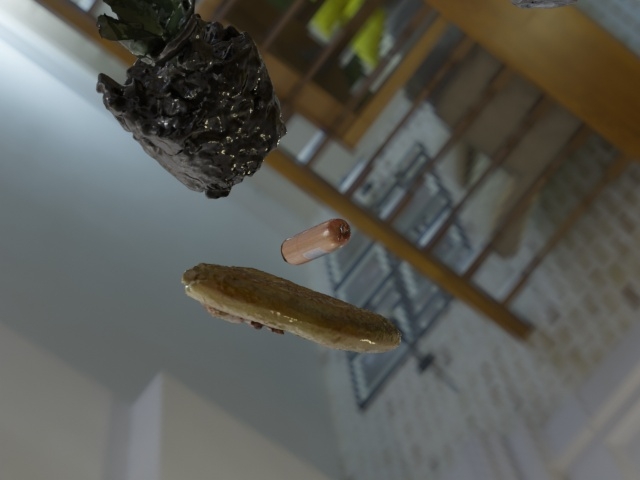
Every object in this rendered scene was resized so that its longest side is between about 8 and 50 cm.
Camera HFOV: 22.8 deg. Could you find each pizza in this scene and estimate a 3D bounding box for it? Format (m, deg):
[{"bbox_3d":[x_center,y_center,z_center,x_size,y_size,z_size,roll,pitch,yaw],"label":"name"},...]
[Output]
[{"bbox_3d":[-0.045,0.077,1.814,0.292,0.058,0.197,17,-176,-32],"label":"pizza"}]

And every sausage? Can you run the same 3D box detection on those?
[{"bbox_3d":[0.000,0.000,1.527,0.031,0.031,0.107,34,153,-20],"label":"sausage"}]

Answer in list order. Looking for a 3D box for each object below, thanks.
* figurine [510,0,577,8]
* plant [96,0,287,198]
[{"bbox_3d":[0.113,-0.221,0.832,0.108,0.196,0.114,3,175,-20],"label":"figurine"},{"bbox_3d":[-0.119,-0.140,1.422,0.142,0.131,0.203,24,153,47],"label":"plant"}]
